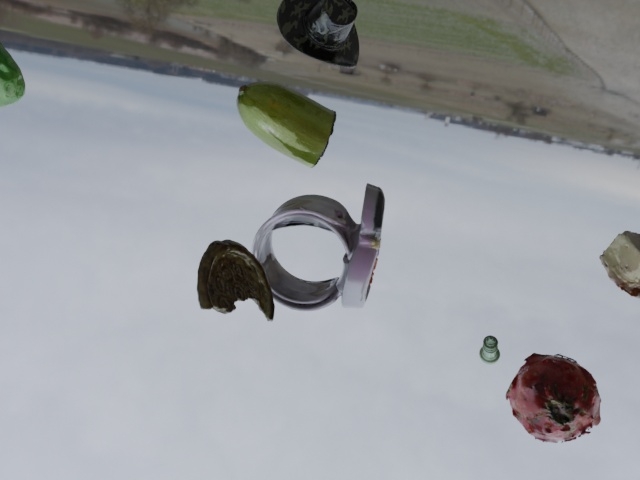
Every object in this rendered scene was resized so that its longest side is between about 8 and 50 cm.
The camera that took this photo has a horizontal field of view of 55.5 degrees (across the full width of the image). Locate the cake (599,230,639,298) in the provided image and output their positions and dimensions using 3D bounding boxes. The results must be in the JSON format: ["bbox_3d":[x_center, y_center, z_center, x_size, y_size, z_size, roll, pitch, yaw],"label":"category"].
[{"bbox_3d":[0.579,0.047,0.973,0.221,0.086,0.116,6,-137,-9],"label":"cake"}]

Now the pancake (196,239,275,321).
[{"bbox_3d":[-0.142,0.084,1.027,0.020,0.184,0.190,-15,-163,30],"label":"pancake"}]

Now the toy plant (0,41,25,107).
[{"bbox_3d":[-0.436,-0.336,0.593,0.317,0.355,0.210,12,-167,-22],"label":"toy plant"}]

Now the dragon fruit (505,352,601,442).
[{"bbox_3d":[0.379,0.254,0.989,0.153,0.152,0.111,13,172,20],"label":"dragon fruit"}]

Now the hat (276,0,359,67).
[{"bbox_3d":[0.012,-0.247,0.679,0.121,0.121,0.050,-1,159,-36],"label":"hat"}]

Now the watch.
[{"bbox_3d":[0.000,0.000,1.152,0.232,0.243,0.196,12,-161,10],"label":"watch"}]

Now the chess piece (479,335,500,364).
[{"bbox_3d":[0.477,0.300,1.705,0.059,0.059,0.149,13,156,18],"label":"chess piece"}]

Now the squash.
[{"bbox_3d":[-0.070,-0.221,1.108,0.187,0.123,0.123,25,-175,-24],"label":"squash"}]
